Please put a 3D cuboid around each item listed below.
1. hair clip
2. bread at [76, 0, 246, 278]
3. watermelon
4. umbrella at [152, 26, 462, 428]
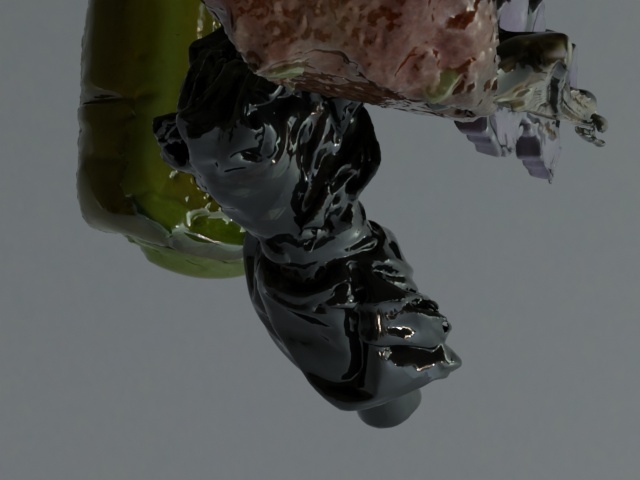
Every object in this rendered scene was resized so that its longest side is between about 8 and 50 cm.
[{"bbox_3d":[0.135,-0.096,1.080,0.084,0.292,0.106,-5,-96,18],"label":"hair clip"},{"bbox_3d":[-0.080,-0.166,1.144,0.166,0.383,0.112,8,171,-34],"label":"bread"},{"bbox_3d":[-0.012,-0.134,0.720,0.140,0.257,0.193,-30,-147,-7],"label":"watermelon"},{"bbox_3d":[-0.001,-0.001,0.937,0.122,0.272,0.110,-4,-136,21],"label":"umbrella"}]
